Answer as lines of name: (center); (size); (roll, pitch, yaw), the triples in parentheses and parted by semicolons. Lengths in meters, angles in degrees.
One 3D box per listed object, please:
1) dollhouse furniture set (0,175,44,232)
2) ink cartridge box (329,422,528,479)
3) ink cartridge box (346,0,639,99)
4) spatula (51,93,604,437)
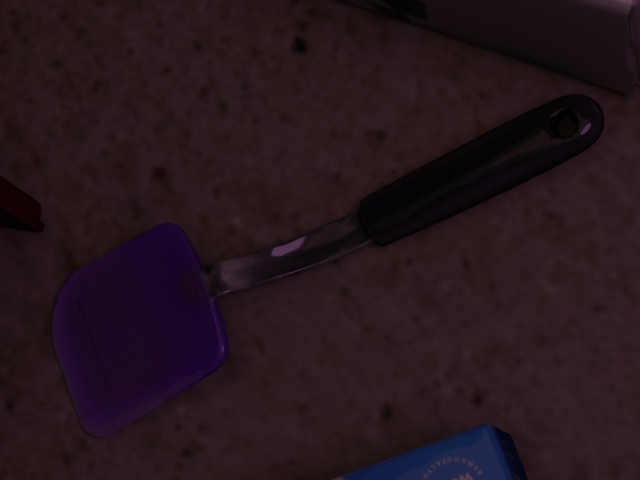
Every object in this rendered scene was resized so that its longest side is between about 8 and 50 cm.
dollhouse furniture set: (-0.251, 0.030, 0.753); (0.152, 0.374, 0.201); (10, 80, 9)
ink cartridge box: (0.058, 0.212, 0.801); (0.134, 0.078, 0.231); (-22, 76, 8)
ink cartridge box: (0.045, -0.230, 0.861); (0.307, 0.129, 0.223); (20, 83, 15)
spatula: (0.000, 0.000, 0.878); (0.296, 0.030, 0.084); (-25, 73, 7)
